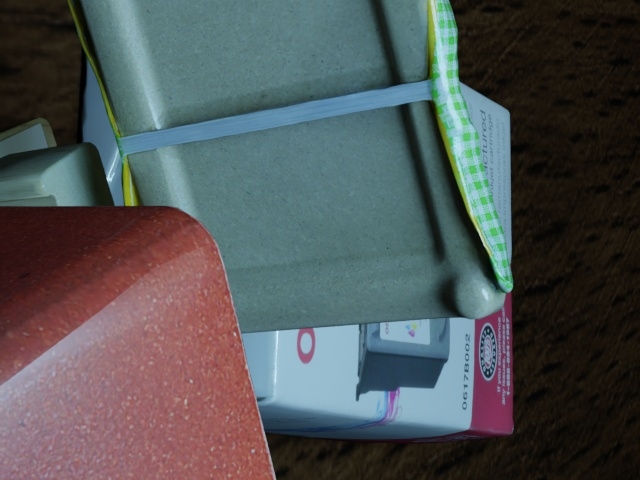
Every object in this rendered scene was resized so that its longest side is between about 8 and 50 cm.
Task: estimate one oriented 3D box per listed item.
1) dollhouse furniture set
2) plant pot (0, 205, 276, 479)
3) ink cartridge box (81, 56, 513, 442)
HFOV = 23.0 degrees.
[{"bbox_3d":[-0.048,-0.074,0.664,0.151,0.301,0.198,-36,115,-54],"label":"dollhouse furniture set"},{"bbox_3d":[-0.174,0.151,0.478,0.235,0.267,0.267,-28,112,-46],"label":"plant pot"},{"bbox_3d":[0.000,0.000,0.922,0.306,0.131,0.226,18,71,-61],"label":"ink cartridge box"}]
